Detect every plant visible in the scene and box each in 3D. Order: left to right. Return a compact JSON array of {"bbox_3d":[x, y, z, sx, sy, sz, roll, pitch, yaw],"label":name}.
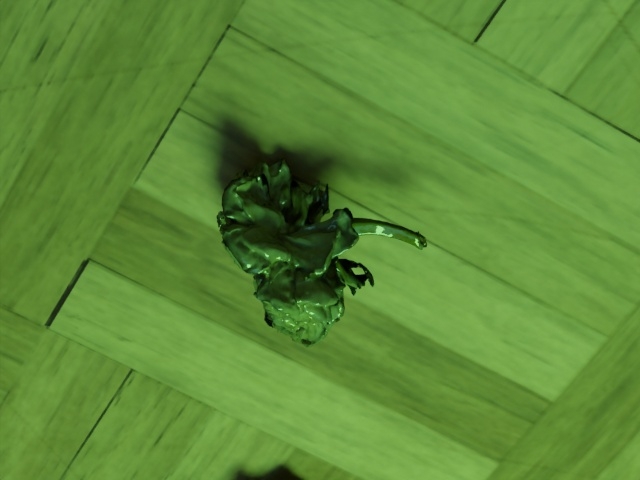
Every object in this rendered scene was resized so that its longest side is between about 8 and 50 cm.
[{"bbox_3d":[0.000,0.000,0.910,0.122,0.104,0.116,-21,108,8],"label":"plant"}]
